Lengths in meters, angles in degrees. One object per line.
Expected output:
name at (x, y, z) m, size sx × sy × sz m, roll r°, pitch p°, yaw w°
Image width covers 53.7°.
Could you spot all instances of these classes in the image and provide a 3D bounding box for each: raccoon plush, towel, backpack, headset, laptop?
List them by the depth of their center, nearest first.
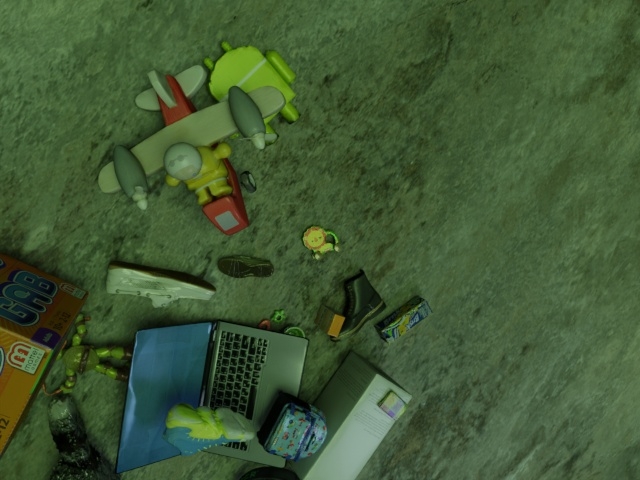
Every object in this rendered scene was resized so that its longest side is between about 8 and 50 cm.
raccoon plush at (-0.693, 0.651, 1.624) m, size 0.299 × 0.216 × 0.446 m, roll -22°, pitch 81°, yaw -2°
laptop at (-0.272, 0.425, 1.652) m, size 0.408 × 0.236 × 0.382 m, roll 11°, pitch 98°, yaw 4°
backpack at (-0.059, 0.509, 1.682) m, size 0.173 × 0.117 × 0.158 m, roll 30°, pitch 87°, yaw -22°
towel at (0.202, 0.458, 1.753) m, size 0.083 × 0.009 × 0.060 m, roll 44°, pitch 83°, yaw -25°
headset at (-0.068, 0.791, 1.851) m, size 0.394 × 0.185 × 0.243 m, roll 39°, pitch 115°, yaw -8°

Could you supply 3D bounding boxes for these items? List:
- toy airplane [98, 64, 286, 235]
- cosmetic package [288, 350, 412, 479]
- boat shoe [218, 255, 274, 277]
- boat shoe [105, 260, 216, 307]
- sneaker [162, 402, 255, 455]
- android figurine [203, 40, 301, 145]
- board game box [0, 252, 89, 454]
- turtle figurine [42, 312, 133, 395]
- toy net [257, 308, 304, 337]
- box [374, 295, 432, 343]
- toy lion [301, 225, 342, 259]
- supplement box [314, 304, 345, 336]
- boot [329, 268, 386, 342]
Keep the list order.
toy airplane at (-0.310, -0.229, 1.501) m, size 0.384 × 0.272 × 0.386 m, roll 20°, pitch 108°, yaw -3°
cosmetic package at (0.070, 0.530, 1.828) m, size 0.155 × 0.197 × 0.365 m, roll 36°, pitch 88°, yaw -24°
boat shoe at (-0.204, 0.069, 1.726) m, size 0.153 × 0.048 × 0.056 m, roll 2°, pitch 112°, yaw -13°
boat shoe at (-0.413, 0.127, 1.633) m, size 0.277 × 0.098 × 0.096 m, roll 13°, pitch 96°, yaw -12°
sneaker at (-0.292, 0.491, 1.613) m, size 0.240 × 0.091 × 0.126 m, roll 24°, pitch 109°, yaw -26°
android figurine at (-0.182, -0.385, 1.635) m, size 0.248 × 0.056 × 0.273 m, roll -47°, pitch 112°, yaw -6°
board game box at (-0.766, 0.239, 1.341) m, size 0.356 × 0.356 × 0.356 m, roll 27°, pitch 97°, yaw -14°
turtle figurine at (-0.586, 0.283, 1.601) m, size 0.217 × 0.087 × 0.269 m, roll 12°, pitch 96°, yaw -21°
toy net at (-0.160, 0.307, 1.782) m, size 0.232 × 0.045 × 0.122 m, roll -42°, pitch 112°, yaw -8°
box at (0.251, 0.239, 1.908) m, size 0.169 × 0.059 × 0.054 m, roll -33°, pitch 108°, yaw -11°
toy lion at (0.000, 0.000, 1.791) m, size 0.100 × 0.034 × 0.096 m, roll -21°, pitch 99°, yaw -15°
supplement box at (0.025, 0.228, 1.804) m, size 0.036 × 0.098 × 0.062 m, roll 21°, pitch 92°, yaw -26°
boot at (0.081, 0.190, 1.839) m, size 0.198 × 0.077 × 0.137 m, roll -37°, pitch 106°, yaw -24°
